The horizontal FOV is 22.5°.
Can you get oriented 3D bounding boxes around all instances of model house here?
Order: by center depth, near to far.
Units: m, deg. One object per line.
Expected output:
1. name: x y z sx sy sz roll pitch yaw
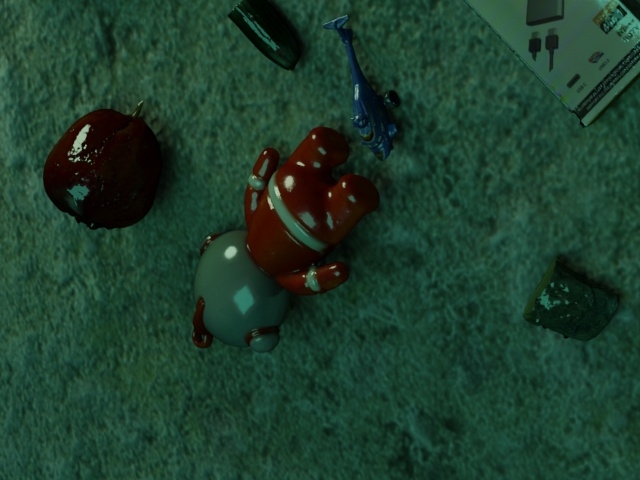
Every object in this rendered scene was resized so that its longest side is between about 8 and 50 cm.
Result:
1. model house: 0.274 0.072 1.757 0.083 0.066 0.078 27 110 1

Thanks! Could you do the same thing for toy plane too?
1. toy plane: 0.046 -0.168 1.802 0.054 0.062 0.167 -18 87 35

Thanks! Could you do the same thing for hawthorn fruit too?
1. hawthorn fruit: -0.261 -0.096 1.981 0.148 0.148 0.172 21 90 24

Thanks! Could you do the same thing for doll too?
1. doll: -0.057 0.021 1.900 0.336 0.105 0.199 -50 58 30

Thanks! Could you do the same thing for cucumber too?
1. cucumber: -0.059 -0.240 1.847 0.105 0.048 0.048 48 125 5

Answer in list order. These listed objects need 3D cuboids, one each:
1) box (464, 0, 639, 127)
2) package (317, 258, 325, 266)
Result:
1. box: 0.236 -0.246 1.670 0.247 0.033 0.129 47 125 8
2. package: 0.000 0.000 1.917 0.037 0.015 0.110 30 119 25
